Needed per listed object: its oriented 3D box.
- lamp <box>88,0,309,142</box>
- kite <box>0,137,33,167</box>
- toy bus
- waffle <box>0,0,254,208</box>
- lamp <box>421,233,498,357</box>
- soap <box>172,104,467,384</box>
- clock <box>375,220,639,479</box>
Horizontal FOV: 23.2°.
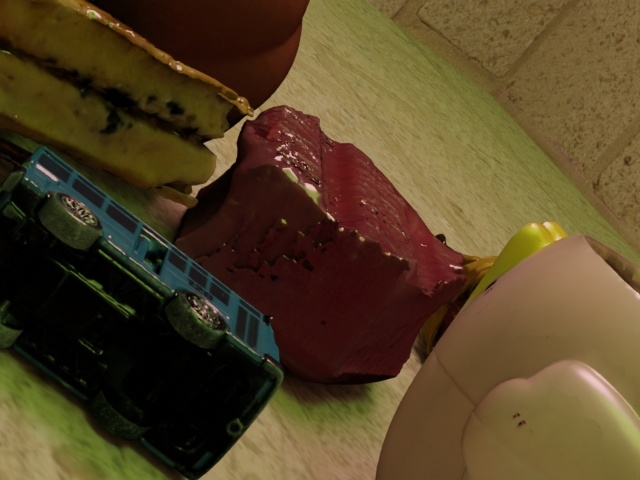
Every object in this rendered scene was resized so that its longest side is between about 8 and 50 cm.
[{"bbox_3d":[-0.115,-0.226,1.218,0.239,0.305,0.305,-17,50,-30],"label":"lamp"},{"bbox_3d":[-0.214,-0.063,0.940,0.160,0.010,0.183,20,-8,37],"label":"kite"},{"bbox_3d":[-0.113,0.038,0.867,0.185,0.090,0.106,39,10,-10],"label":"toy bus"},{"bbox_3d":[-0.212,-0.140,1.003,0.308,0.091,0.213,34,5,39],"label":"waffle"},{"bbox_3d":[0.149,0.070,1.457,0.118,0.118,0.253,39,10,-13],"label":"lamp"},{"bbox_3d":[0.000,0.000,1.228,0.220,0.127,0.325,40,12,-9],"label":"soap"},{"bbox_3d":[0.224,0.197,0.974,0.377,0.250,0.368,42,11,29],"label":"clock"}]
